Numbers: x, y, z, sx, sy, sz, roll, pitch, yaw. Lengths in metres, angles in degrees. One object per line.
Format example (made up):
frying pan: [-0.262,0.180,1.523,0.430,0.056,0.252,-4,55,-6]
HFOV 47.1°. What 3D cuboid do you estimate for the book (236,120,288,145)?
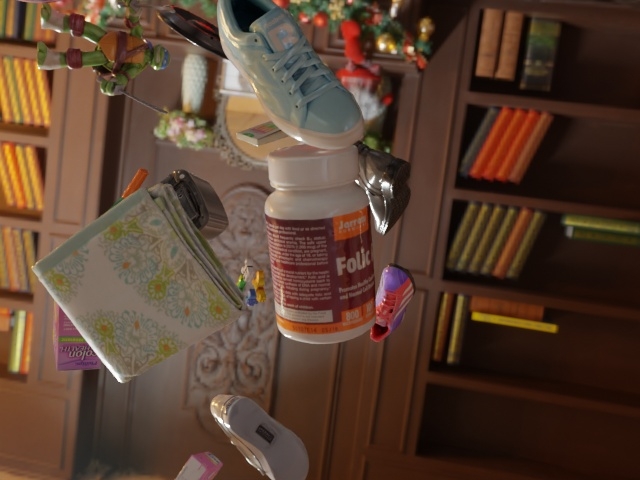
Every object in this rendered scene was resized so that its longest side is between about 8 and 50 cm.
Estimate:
book: [-0.180,-0.339,2.322,0.096,0.035,0.144,23,-143,35]

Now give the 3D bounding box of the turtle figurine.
turtle figurine: [-0.434,-0.407,1.501,0.266,0.197,0.274,4,-152,-17]

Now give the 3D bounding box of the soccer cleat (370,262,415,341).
soccer cleat: [0.208,0.191,2.206,0.109,0.116,0.318,27,147,16]

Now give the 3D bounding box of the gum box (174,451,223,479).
gum box: [-0.368,0.693,2.069,0.062,0.188,0.107,35,-178,19]

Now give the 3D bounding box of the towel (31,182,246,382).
towel: [-0.369,0.094,1.498,0.374,0.320,0.090,-30,-172,23]

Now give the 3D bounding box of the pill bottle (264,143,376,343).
pill bottle: [0.000,0.000,1.567,0.224,0.392,0.224,-5,-163,1]

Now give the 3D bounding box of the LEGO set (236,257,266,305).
LEGO set: [-0.219,0.168,2.304,0.087,0.227,0.093,4,-136,-27]

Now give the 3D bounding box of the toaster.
toaster: [-0.349,-0.084,2.046,0.129,0.227,0.146,-36,161,17]

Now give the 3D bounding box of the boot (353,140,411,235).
boot: [0.128,-0.164,2.014,0.223,0.118,0.338,31,152,18]

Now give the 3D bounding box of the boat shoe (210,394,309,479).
boat shoe: [-0.179,0.540,2.003,0.156,0.136,0.367,6,144,49]

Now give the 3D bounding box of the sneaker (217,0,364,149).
sneaker: [-0.066,-0.302,1.234,0.366,0.135,0.150,45,166,22]

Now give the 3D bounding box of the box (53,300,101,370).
box: [-0.676,0.205,2.043,0.117,0.242,0.213,0,-162,-23]

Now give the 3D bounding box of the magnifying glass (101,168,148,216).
magnifying glass: [-0.518,-0.091,1.913,0.026,0.231,0.092,43,-163,15]

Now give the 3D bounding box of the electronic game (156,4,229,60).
electronic game: [-0.284,-0.491,1.751,0.229,0.048,0.229,29,-162,-11]

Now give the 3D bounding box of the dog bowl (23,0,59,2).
dog bowl: [-0.554,-0.642,1.401,0.408,0.407,0.150,5,174,-13]
